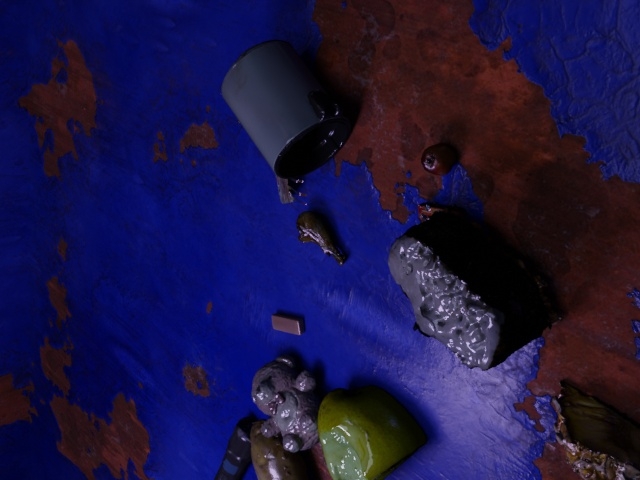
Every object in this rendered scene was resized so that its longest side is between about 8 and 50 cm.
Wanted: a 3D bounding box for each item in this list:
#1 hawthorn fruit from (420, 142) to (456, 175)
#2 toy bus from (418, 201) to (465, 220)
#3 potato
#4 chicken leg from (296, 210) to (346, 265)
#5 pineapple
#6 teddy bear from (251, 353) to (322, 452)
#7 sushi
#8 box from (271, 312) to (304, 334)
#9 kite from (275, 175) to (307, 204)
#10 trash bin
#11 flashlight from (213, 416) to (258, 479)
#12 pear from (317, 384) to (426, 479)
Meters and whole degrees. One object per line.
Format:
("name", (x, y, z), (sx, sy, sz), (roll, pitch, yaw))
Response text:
("hawthorn fruit", (0.252, -0.174, 1.581), (0.077, 0.077, 0.077), (14, 111, 42))
("toy bus", (0.268, -0.060, 1.626), (0.110, 0.031, 0.043), (12, 116, 42))
("potato", (-0.121, 0.662, 2.140), (0.191, 0.141, 0.296), (-32, 78, 62))
("chicken leg", (0.000, 0.000, 1.894), (0.178, 0.070, 0.093), (44, 129, 15))
("pineapple", (0.545, 0.431, 1.390), (0.334, 0.158, 0.161), (31, 122, 35))
("teddy bear", (-0.087, 0.452, 2.041), (0.267, 0.151, 0.236), (47, 109, 22))
("sushi", (0.297, 0.105, 1.520), (0.349, 0.207, 0.234), (50, 146, 24))
("box", (-0.092, 0.235, 2.073), (0.115, 0.025, 0.048), (6, 110, 44))
("kite", (-0.083, -0.144, 1.901), (0.229, 0.016, 0.127), (-154, 48, -66))
("trash bin", (-0.085, -0.314, 1.777), (0.263, 0.217, 0.277), (56, 139, 19))
("flashlight", (-0.280, 0.729, 2.357), (0.103, 0.103, 0.424), (45, 131, 27))
("pear", (0.097, 0.494, 1.863), (0.292, 0.159, 0.293), (13, 108, 45))
